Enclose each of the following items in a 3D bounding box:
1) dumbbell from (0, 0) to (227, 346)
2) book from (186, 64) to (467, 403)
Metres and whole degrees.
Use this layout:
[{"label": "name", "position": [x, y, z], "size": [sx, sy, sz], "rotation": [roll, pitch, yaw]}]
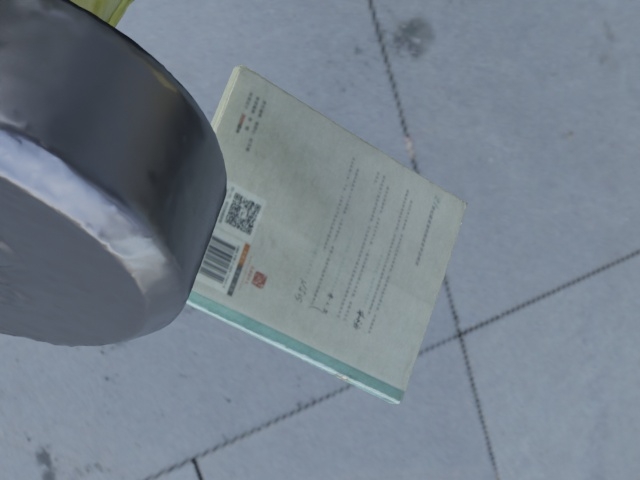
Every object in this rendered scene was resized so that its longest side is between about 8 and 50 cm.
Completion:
[{"label": "dumbbell", "position": [-0.109, -0.132, 0.569], "size": [0.203, 0.203, 0.323], "rotation": [32, 60, -26]}, {"label": "book", "position": [0.000, 0.000, 1.071], "size": [0.282, 0.025, 0.215], "rotation": [31, 71, -32]}]
